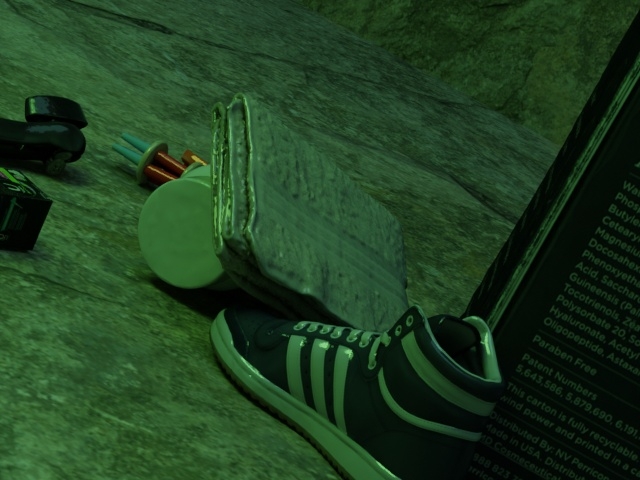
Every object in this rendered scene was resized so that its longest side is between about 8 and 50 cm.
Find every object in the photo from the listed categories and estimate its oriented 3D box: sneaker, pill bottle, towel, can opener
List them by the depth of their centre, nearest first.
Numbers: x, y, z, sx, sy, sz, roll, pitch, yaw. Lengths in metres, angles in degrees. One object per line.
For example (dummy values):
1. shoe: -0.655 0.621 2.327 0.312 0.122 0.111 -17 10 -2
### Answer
1. sneaker: 0.033 0.092 1.284 0.099 0.153 0.282 9 23 -49
2. towel: 0.000 0.000 1.449 0.282 0.049 0.187 36 40 -43
3. pill bottle: -0.078 -0.016 1.518 0.121 0.121 0.221 31 15 17
4. can opener: -0.309 -0.103 1.562 0.186 0.059 0.073 -3 58 -43

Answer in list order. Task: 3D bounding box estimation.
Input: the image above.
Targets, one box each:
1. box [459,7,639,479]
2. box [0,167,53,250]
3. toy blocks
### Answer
1. box: 0.338 0.008 1.462 0.297 0.471 0.480 28 16 4
2. box: -0.284 -0.030 1.357 0.083 0.052 0.062 8 22 -47
3. toy blocks: -0.144 -0.074 1.731 0.148 0.054 0.123 31 16 16
